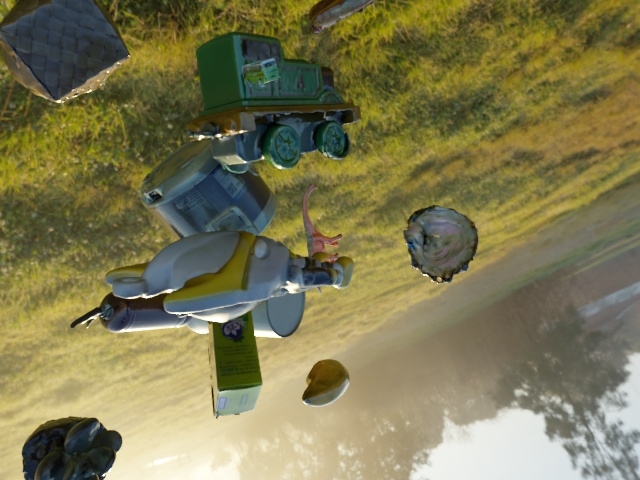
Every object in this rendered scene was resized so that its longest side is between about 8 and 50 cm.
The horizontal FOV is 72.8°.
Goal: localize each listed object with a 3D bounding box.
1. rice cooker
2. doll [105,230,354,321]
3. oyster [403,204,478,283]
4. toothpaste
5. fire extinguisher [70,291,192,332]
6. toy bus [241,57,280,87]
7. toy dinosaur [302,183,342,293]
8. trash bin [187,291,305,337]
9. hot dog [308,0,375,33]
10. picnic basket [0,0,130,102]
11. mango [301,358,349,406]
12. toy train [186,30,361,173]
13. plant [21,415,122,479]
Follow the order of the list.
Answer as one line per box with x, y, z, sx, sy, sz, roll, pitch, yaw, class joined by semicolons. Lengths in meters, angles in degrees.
-0.270;-0.103;1.095;0.288;0.288;0.277;-30;120;12;rice cooker
-0.085;0.042;0.527;0.316;0.145;0.103;2;120;-46;doll
0.317;0.002;1.198;0.198;0.259;0.092;-50;141;0;oyster
-0.177;0.156;0.836;0.077;0.327;0.110;0;137;-20;toothpaste
-0.522;0.206;1.242;0.135;0.114;0.337;-40;159;14;fire extinguisher
-0.096;-0.264;0.685;0.031;0.083;0.037;-30;120;-23;toy bus
0.002;0.001;1.083;0.101;0.280;0.055;0;-174;-17;toy dinosaur
-0.297;0.205;1.560;0.432;0.280;0.280;0;171;28;trash bin
0.043;-0.384;0.700;0.144;0.062;0.038;-27;141;16;hot dog
-0.787;-0.598;1.316;0.337;0.337;0.293;-26;131;1;picnic basket
0.014;0.302;0.931;0.098;0.075;0.190;-14;177;8;mango
-0.088;-0.272;0.877;0.178;0.249;0.429;3;-164;41;toy train
-0.450;0.402;0.793;0.149;0.146;0.274;-13;173;-43;plant
